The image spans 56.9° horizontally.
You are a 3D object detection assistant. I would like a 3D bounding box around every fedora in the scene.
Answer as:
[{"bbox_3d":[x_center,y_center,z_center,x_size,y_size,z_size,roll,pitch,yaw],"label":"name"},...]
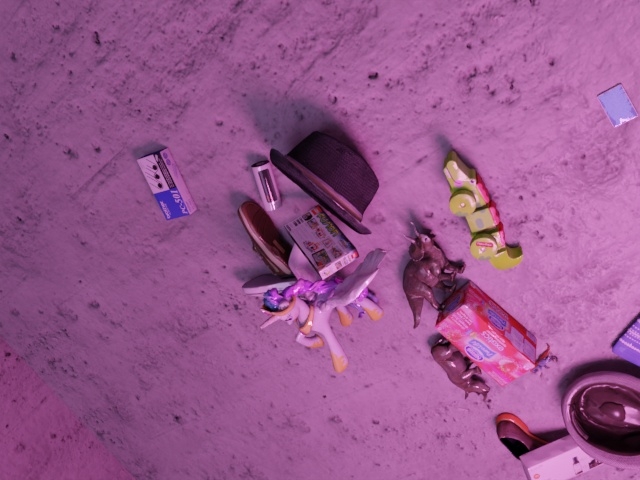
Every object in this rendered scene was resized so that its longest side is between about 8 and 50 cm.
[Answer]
[{"bbox_3d":[0.035,-0.163,1.499,0.334,0.334,0.152,39,91,-1],"label":"fedora"},{"bbox_3d":[0.786,0.461,1.555,0.276,0.124,0.243,3,90,35],"label":"fedora"}]

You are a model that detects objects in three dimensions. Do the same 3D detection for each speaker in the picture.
[{"bbox_3d":[-0.150,-0.154,1.668,0.055,0.055,0.136,-5,115,24],"label":"speaker"}]

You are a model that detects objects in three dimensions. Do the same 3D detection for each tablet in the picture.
[{"bbox_3d":[0.651,-0.295,1.297,0.054,0.006,0.083,-28,103,32],"label":"tablet"}]

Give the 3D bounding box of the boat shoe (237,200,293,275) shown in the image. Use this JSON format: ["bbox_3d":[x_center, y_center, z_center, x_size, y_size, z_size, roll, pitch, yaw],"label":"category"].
[{"bbox_3d":[-0.172,0.006,1.742,0.095,0.095,0.257,-25,106,37],"label":"boat shoe"}]

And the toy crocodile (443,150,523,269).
[{"bbox_3d":[0.395,-0.068,1.461,0.105,0.115,0.340,-22,109,24],"label":"toy crocodile"}]

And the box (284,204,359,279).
[{"bbox_3d":[0.000,0.000,1.538,0.114,0.207,0.036,-31,137,-7],"label":"box"}]

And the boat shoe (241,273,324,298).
[{"bbox_3d":[-0.110,0.151,1.798,0.268,0.096,0.088,-9,109,17],"label":"boat shoe"}]

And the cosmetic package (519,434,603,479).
[{"bbox_3d":[0.698,0.619,1.679,0.239,0.060,0.098,-24,107,0],"label":"cosmetic package"}]

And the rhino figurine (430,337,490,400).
[{"bbox_3d":[0.412,0.375,1.718,0.106,0.073,0.243,-30,104,28],"label":"rhino figurine"}]

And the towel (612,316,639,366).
[{"bbox_3d":[0.922,0.218,1.455,0.243,0.040,0.335,29,122,7],"label":"towel"}]

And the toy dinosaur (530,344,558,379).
[{"bbox_3d":[0.618,0.340,1.649,0.082,0.047,0.090,-26,72,40],"label":"toy dinosaur"}]

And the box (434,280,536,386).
[{"bbox_3d":[0.449,0.251,1.602,0.257,0.128,0.122,41,124,-4],"label":"box"}]

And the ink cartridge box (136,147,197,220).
[{"bbox_3d":[-0.463,-0.168,1.790,0.097,0.046,0.207,-12,112,28],"label":"ink cartridge box"}]

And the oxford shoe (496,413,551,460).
[{"bbox_3d":[0.627,0.637,1.757,0.271,0.098,0.097,37,124,0],"label":"oxford shoe"}]

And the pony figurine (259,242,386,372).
[{"bbox_3d":[0.024,0.153,1.613,0.303,0.350,0.363,29,169,45],"label":"pony figurine"}]

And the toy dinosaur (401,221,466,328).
[{"bbox_3d":[0.289,0.096,1.609,0.160,0.121,0.313,29,131,24],"label":"toy dinosaur"}]
